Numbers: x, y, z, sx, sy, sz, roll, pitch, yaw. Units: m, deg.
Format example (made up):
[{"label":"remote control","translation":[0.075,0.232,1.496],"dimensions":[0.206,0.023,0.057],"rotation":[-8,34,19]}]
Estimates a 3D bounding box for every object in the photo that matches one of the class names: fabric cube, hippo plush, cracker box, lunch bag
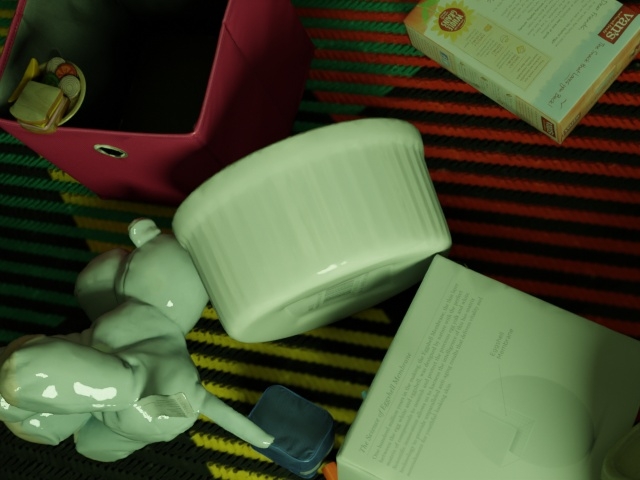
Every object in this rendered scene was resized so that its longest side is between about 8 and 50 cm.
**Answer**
[{"label":"fabric cube","translation":[-0.180,-0.191,1.031],"dimensions":[0.254,0.258,0.259],"rotation":[8,74,17]},{"label":"hippo plush","translation":[-0.217,0.089,0.954],"dimensions":[0.294,0.234,0.236],"rotation":[-17,53,38]},{"label":"cracker box","translation":[0.236,-0.242,1.036],"dimensions":[0.232,0.067,0.155],"rotation":[40,87,24]},{"label":"lunch bag","translation":[-0.036,0.208,0.960],"dimensions":[0.098,0.065,0.067],"rotation":[27,61,19]}]

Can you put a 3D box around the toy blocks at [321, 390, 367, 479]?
[{"label":"toy blocks","translation":[0.057,0.238,0.931],"dimensions":[0.123,0.054,0.148],"rotation":[-30,67,4]}]

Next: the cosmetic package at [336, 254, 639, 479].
[{"label":"cosmetic package","translation":[0.161,0.172,0.845],"dimensions":[0.225,0.138,0.224],"rotation":[25,67,12]}]

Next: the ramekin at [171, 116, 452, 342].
[{"label":"ramekin","translation":[0.000,0.000,0.915],"dimensions":[0.277,0.277,0.135],"rotation":[-24,76,6]}]

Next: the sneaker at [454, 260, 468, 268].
[{"label":"sneaker","translation":[0.134,0.056,0.981],"dimensions":[0.031,0.035,0.083],"rotation":[25,80,22]}]

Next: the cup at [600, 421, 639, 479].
[{"label":"cup","translation":[0.343,0.244,0.667],"dimensions":[0.331,0.331,0.237],"rotation":[-27,89,5]}]

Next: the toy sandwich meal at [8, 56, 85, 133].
[{"label":"toy sandwich meal","translation":[-0.275,-0.147,0.885],"dimensions":[0.086,0.029,0.085],"rotation":[-5,71,14]}]
